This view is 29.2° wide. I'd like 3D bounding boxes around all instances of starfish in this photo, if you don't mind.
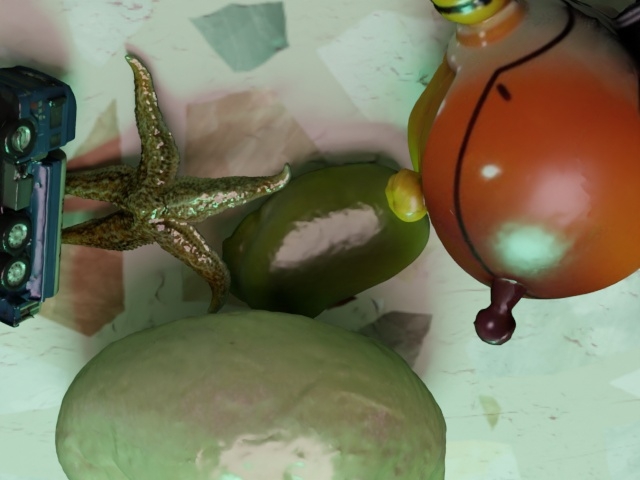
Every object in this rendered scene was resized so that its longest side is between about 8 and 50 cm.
[{"bbox_3d":[-0.129,-0.039,0.965,0.223,0.050,0.216,-10,101,16],"label":"starfish"}]

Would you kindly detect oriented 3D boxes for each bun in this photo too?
[{"bbox_3d":[-0.051,0.208,1.040,0.361,0.213,0.361,-6,150,-3],"label":"bun"}]

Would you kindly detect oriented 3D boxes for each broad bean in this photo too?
[{"bbox_3d":[0.000,0.000,1.015,0.174,0.082,0.124,-36,124,9],"label":"broad bean"}]

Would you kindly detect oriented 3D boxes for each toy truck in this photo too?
[{"bbox_3d":[-0.233,-0.031,0.939,0.074,0.088,0.201,22,117,27],"label":"toy truck"}]

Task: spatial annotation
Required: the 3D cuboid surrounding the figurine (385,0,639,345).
[{"bbox_3d":[0.193,-0.089,0.885,0.320,0.196,0.323,28,110,-30],"label":"figurine"}]
